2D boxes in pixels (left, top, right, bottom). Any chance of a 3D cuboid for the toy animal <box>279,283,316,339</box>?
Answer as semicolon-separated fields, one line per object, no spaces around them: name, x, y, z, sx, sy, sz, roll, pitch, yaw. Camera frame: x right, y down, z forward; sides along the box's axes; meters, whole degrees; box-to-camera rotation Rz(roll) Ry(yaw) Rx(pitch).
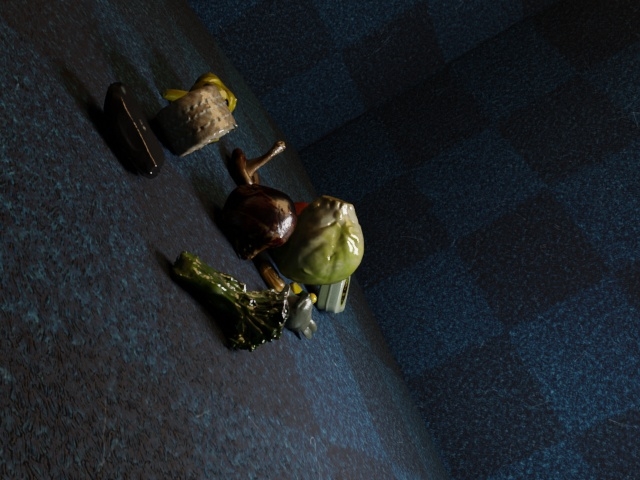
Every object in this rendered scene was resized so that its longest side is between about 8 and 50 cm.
toy animal;-0.078;0.229;1.781;0.108;0.138;0.236;26;-31;18

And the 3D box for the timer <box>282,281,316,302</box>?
timer;-0.069;0.181;1.879;0.107;0.109;0.107;59;8;-13

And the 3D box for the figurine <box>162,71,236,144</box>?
figurine;-0.388;-0.461;1.959;0.218;0.169;0.327;42;11;-17

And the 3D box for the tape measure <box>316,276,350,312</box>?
tape measure;0.053;0.191;2.394;0.235;0.115;0.207;21;80;-78

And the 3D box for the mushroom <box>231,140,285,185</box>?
mushroom;-0.225;-0.299;2.198;0.148;0.217;0.227;54;10;-42

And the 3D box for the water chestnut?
water chestnut;-0.189;-0.054;1.732;0.223;0.238;0.224;22;-6;3

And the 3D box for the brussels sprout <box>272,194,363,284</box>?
brussels sprout;0.005;0.011;1.880;0.273;0.317;0.243;39;8;-31

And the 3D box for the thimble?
thimble;-0.349;-0.331;1.650;0.148;0.195;0.229;62;-22;-10

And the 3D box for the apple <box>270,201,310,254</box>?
apple;-0.071;-0.005;2.138;0.261;0.216;0.260;58;7;-11

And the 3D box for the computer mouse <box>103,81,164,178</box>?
computer mouse;-0.417;-0.235;1.288;0.122;0.073;0.217;-92;159;-68

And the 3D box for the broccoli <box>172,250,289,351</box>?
broccoli;-0.199;0.119;1.283;0.304;0.145;0.165;39;15;-36

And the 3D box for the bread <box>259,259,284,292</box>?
bread;-0.152;0.112;1.844;0.111;0.044;0.083;58;7;-4
